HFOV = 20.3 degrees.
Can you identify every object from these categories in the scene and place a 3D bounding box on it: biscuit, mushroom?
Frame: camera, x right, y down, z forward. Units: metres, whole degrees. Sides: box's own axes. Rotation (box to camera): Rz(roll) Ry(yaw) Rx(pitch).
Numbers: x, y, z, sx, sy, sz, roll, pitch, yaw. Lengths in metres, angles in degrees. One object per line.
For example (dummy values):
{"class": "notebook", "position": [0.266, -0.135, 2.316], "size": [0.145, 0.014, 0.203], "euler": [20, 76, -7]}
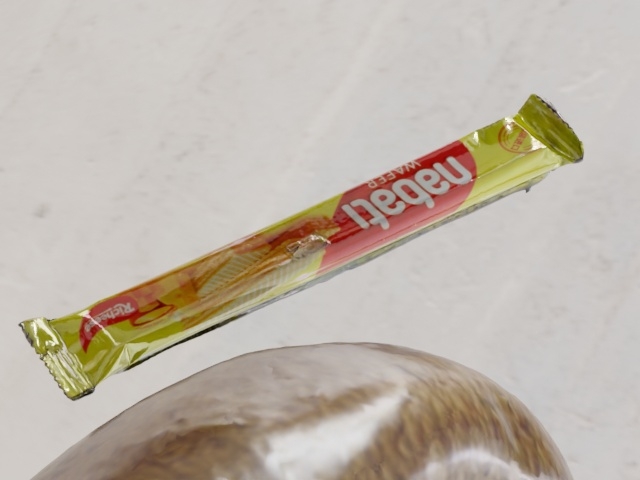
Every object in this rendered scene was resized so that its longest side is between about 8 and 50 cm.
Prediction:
{"class": "biscuit", "position": [0.000, 0.000, 0.843], "size": [0.292, 0.048, 0.026], "euler": [-25, 140, -23]}
{"class": "mushroom", "position": [-0.032, 0.209, 0.704], "size": [0.345, 0.239, 0.345], "euler": [13, 71, -40]}
